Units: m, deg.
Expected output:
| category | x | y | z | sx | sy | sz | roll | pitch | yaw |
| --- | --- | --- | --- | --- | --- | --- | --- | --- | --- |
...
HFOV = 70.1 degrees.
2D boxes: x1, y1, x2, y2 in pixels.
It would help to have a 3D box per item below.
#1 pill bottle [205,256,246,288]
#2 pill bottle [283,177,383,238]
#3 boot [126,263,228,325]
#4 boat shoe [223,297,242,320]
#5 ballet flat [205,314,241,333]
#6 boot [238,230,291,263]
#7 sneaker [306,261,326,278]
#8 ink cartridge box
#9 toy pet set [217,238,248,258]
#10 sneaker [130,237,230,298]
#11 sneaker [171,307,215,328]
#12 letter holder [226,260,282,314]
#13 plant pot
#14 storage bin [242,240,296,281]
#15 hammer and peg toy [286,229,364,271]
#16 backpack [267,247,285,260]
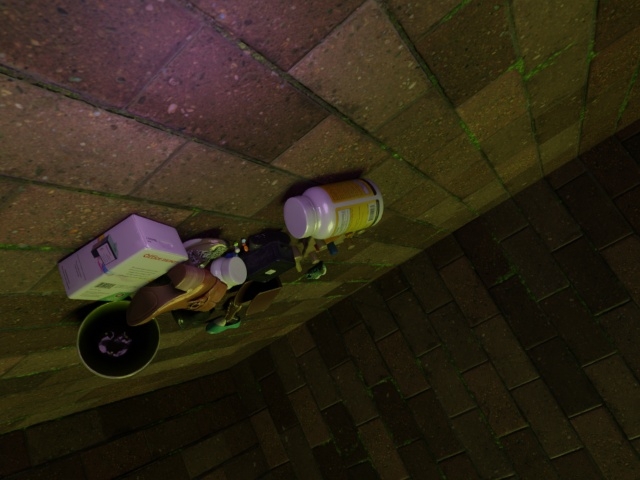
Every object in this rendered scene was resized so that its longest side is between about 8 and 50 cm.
| category | x | y | z | sx | sy | sz | roll | pitch | yaw |
| --- | --- | --- | --- | --- | --- | --- | --- | --- | --- |
| pill bottle | -0.388 | 0.129 | 1.672 | 0.221 | 0.121 | 0.121 | -14 | 170 | 27 |
| pill bottle | 0.046 | -0.110 | 1.622 | 0.334 | 0.188 | 0.188 | -14 | 159 | -34 |
| boot | -0.452 | 0.190 | 1.457 | 0.283 | 0.109 | 0.220 | -43 | 149 | 6 |
| boat shoe | -0.475 | 0.357 | 2.409 | 0.073 | 0.073 | 0.207 | 22 | 138 | -17 |
| ballet flat | -0.549 | 0.465 | 2.605 | 0.247 | 0.083 | 0.087 | 0 | 124 | -56 |
| boot | -0.237 | 0.046 | 1.840 | 0.190 | 0.076 | 0.208 | -1 | 145 | -27 |
| sneaker | -0.026 | 0.178 | 2.561 | 0.076 | 0.065 | 0.166 | -11 | 155 | -32 |
| ink cartridge box | -0.561 | 0.059 | 1.317 | 0.278 | 0.117 | 0.201 | -31 | 163 | 10 |
| toy pet set | -0.342 | 0.049 | 1.755 | 0.122 | 0.065 | 0.114 | -25 | 128 | -17 |
| sneaker | -0.470 | 0.137 | 1.567 | 0.410 | 0.182 | 0.158 | -31 | 163 | 8 |
| sneaker | -0.588 | 0.332 | 2.124 | 0.130 | 0.109 | 0.286 | -36 | 171 | 5 |
| letter holder | -0.334 | 0.235 | 2.115 | 0.214 | 0.152 | 0.302 | -16 | 160 | -28 |
| plant pot | -0.781 | 0.382 | 1.747 | 0.275 | 0.274 | 0.293 | -17 | 175 | -31 |
| storage bin | -0.199 | 0.086 | 1.778 | 0.180 | 0.084 | 0.122 | -30 | 153 | 26 |
| hammer and peg toy | 0.000 | 0.000 | 1.975 | 0.361 | 0.127 | 0.266 | -22 | 164 | -17 |
| backpack | -0.176 | 0.077 | 1.979 | 0.084 | 0.105 | 0.114 | -46 | 167 | -17 |
